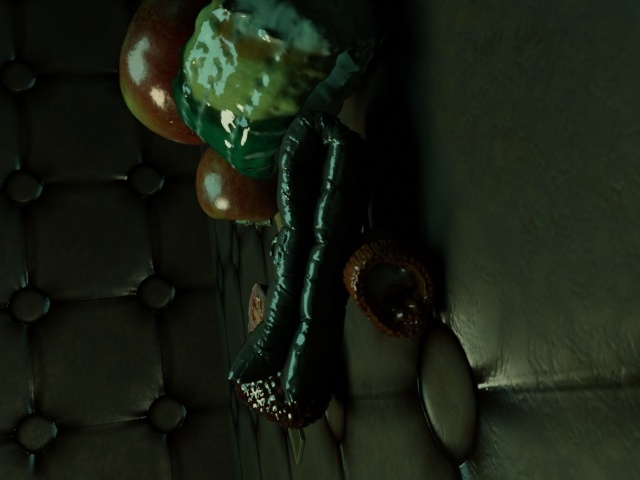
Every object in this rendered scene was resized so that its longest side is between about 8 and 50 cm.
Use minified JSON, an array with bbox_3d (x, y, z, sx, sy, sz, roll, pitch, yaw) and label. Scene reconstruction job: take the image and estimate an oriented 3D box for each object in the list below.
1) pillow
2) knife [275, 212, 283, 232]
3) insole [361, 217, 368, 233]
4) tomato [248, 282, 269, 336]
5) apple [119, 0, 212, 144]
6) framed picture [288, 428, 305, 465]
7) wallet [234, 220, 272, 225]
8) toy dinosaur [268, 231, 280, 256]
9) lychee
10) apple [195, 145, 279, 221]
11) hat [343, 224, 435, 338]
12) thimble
[{"bbox_3d":[-0.006,0.016,0.856,0.228,0.101,0.327,-12,-65,-79],"label":"pillow"},{"bbox_3d":[-0.099,-0.101,1.528,0.046,0.022,0.256,130,130,-60],"label":"knife"},{"bbox_3d":[0.026,-0.111,1.082,0.110,0.012,0.310,103,157,-52],"label":"insole"},{"bbox_3d":[-0.099,0.196,1.502,0.225,0.084,0.225,179,90,-75],"label":"tomato"},{"bbox_3d":[-0.252,-0.366,1.448,0.348,0.276,0.349,-157,90,-84],"label":"apple"},{"bbox_3d":[-0.061,0.413,1.569,0.109,0.011,0.149,100,159,-43],"label":"framed picture"},{"bbox_3d":[-0.178,-0.191,1.718,0.223,0.077,0.310,-160,67,-77],"label":"wallet"},{"bbox_3d":[0.000,0.000,1.201,0.178,0.087,0.187,-32,78,36],"label":"toy dinosaur"},{"bbox_3d":[-0.055,0.216,1.192,0.188,0.188,0.188,175,90,-75],"label":"lychee"},{"bbox_3d":[-0.160,-0.126,1.434,0.188,0.188,0.174,-176,91,-75],"label":"apple"},{"bbox_3d":[0.073,0.032,0.811,0.112,0.093,0.162,53,-176,-19],"label":"hat"},{"bbox_3d":[-0.054,-0.218,0.864,0.167,0.254,0.288,40,162,4],"label":"thimble"}]
